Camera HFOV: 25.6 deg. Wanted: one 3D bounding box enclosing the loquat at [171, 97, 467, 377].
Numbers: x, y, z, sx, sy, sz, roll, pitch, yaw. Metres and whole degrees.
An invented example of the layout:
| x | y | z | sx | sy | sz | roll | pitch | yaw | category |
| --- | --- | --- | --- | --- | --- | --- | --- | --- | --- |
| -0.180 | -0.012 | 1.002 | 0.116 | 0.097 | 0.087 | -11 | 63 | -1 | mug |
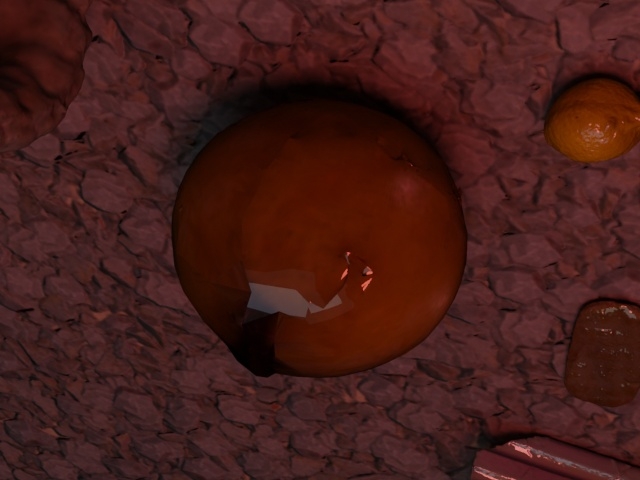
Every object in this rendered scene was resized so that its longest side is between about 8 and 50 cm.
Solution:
| x | y | z | sx | sy | sz | roll | pitch | yaw | category |
| --- | --- | --- | --- | --- | --- | --- | --- | --- | --- |
| 0.000 | 0.000 | 1.114 | 0.235 | 0.235 | 0.235 | 11 | 137 | 10 | loquat |

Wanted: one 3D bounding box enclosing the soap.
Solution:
| x | y | z | sx | sy | sz | roll | pitch | yaw | category |
| --- | --- | --- | --- | --- | --- | --- | --- | --- | --- |
| 0.242 | 0.282 | 1.382 | 0.231 | 0.145 | 0.091 | 18 | 139 | 3 | soap |

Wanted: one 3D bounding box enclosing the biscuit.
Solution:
| x | y | z | sx | sy | sz | roll | pitch | yaw | category |
| --- | --- | --- | --- | --- | --- | --- | --- | --- | --- |
| 0.261 | 0.104 | 1.281 | 0.071 | 0.018 | 0.147 | 12 | 137 | 10 | biscuit |

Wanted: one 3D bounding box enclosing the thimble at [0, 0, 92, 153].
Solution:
| x | y | z | sx | sy | sz | roll | pitch | yaw | category |
| --- | --- | --- | --- | --- | --- | --- | --- | --- | --- |
| -0.292 | -0.190 | 0.998 | 0.195 | 0.291 | 0.291 | 1 | 135 | 18 | thimble |

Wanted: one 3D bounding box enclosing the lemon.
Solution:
| x | y | z | sx | sy | sz | roll | pitch | yaw | category |
| --- | --- | --- | --- | --- | --- | --- | --- | --- | --- |
| 0.210 | -0.089 | 1.062 | 0.092 | 0.065 | 0.065 | -9 | 132 | 40 | lemon |
